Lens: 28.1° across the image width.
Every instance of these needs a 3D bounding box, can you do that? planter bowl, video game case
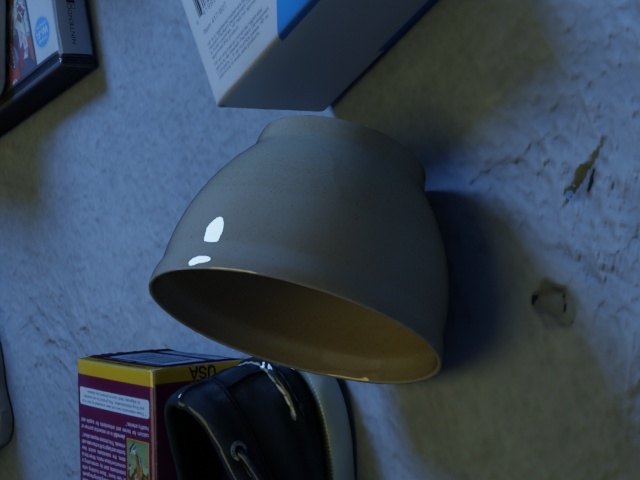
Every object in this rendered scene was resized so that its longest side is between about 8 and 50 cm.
[{"bbox_3d":[0.000,0.000,0.700,0.162,0.162,0.109,-10,58,51],"label":"planter bowl"},{"bbox_3d":[-0.292,-0.226,1.132,0.275,0.035,0.248,-21,76,50],"label":"video game case"}]

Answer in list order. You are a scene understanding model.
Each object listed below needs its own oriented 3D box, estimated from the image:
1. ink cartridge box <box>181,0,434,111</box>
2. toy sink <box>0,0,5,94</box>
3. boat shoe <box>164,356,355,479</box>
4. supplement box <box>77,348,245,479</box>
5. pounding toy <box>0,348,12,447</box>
[{"bbox_3d":[-0.023,-0.200,0.753,0.148,0.086,0.203,-41,60,44],"label":"ink cartridge box"},{"bbox_3d":[-0.383,-0.201,1.116,0.234,0.131,0.153,10,101,51],"label":"toy sink"},{"bbox_3d":[-0.037,0.240,0.776,0.127,0.113,0.340,-2,90,51],"label":"boat shoe"},{"bbox_3d":[-0.108,0.174,0.887,0.104,0.080,0.188,1,93,51],"label":"supplement box"},{"bbox_3d":[-0.401,0.098,1.193,0.154,0.155,0.270,-25,73,45],"label":"pounding toy"}]
